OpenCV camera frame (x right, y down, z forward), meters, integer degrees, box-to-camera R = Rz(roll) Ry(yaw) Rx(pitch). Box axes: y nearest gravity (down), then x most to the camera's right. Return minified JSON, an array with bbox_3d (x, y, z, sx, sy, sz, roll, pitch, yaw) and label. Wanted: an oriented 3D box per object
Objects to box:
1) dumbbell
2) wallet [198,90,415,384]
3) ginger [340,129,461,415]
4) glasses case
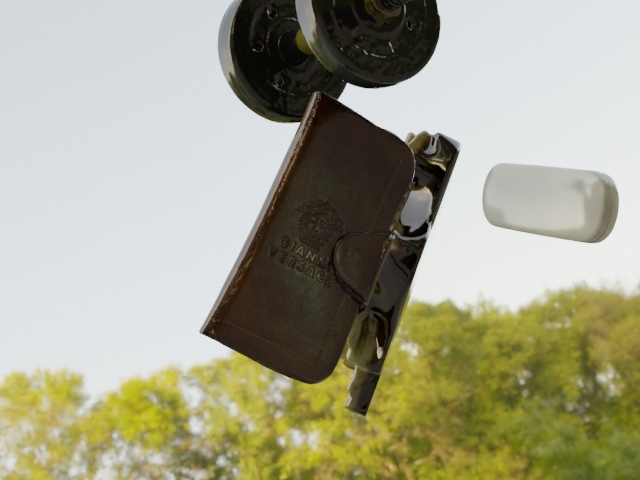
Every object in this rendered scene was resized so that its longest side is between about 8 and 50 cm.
[{"bbox_3d":[0.005,-0.195,0.964,0.143,0.143,0.325,-7,-3,-33],"label":"dumbbell"},{"bbox_3d":[0.000,0.000,0.964,0.137,0.255,0.031,27,-12,-16],"label":"wallet"},{"bbox_3d":[0.035,0.022,1.414,0.211,0.358,0.413,18,-31,5],"label":"ginger"},{"bbox_3d":[0.242,-0.042,1.109,0.049,0.076,0.197,4,4,-29],"label":"glasses case"}]
